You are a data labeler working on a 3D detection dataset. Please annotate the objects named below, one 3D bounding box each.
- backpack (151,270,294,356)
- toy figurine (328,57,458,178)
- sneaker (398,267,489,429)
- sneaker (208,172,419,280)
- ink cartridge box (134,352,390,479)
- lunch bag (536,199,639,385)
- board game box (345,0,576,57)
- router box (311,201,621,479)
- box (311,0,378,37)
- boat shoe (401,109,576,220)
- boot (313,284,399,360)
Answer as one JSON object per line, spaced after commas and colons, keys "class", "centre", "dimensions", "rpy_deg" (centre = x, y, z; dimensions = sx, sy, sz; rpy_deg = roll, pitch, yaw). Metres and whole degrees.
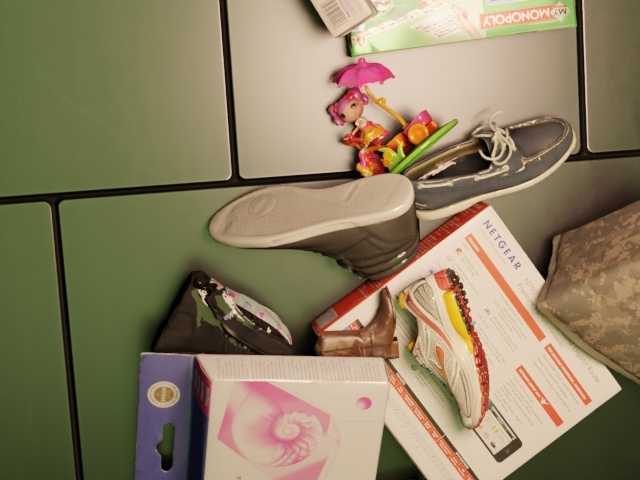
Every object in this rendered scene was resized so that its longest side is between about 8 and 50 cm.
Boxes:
{"class": "backpack", "centre": [-0.123, 0.131, 1.817], "dimensions": [0.182, 0.115, 0.152], "rpy_deg": [27, 106, -12]}
{"class": "toy figurine", "centre": [0.073, -0.166, 1.819], "dimensions": [0.173, 0.130, 0.159], "rpy_deg": [-41, 87, 25]}
{"class": "sneaker", "centre": [0.170, 0.150, 1.798], "dimensions": [0.093, 0.088, 0.225], "rpy_deg": [-16, 100, 16]}
{"class": "sneaker", "centre": [0.000, 0.000, 1.819], "dimensions": [0.296, 0.104, 0.147], "rpy_deg": [-8, 137, 17]}
{"class": "ink cartridge box", "centre": [-0.087, 0.303, 1.813], "dimensions": [0.330, 0.071, 0.324], "rpy_deg": [1, 120, -9]}
{"class": "lunch bag", "centre": [0.484, 0.086, 1.814], "dimensions": [0.287, 0.235, 0.169], "rpy_deg": [41, 48, -20]}
{"class": "board game box", "centre": [0.182, -0.377, 1.819], "dimensions": [0.317, 0.046, 0.213], "rpy_deg": [-8, 99, -6]}
{"class": "router box", "centre": [0.206, 0.165, 1.879], "dimensions": [0.301, 0.082, 0.335], "rpy_deg": [-36, 101, -1]}
{"class": "box", "centre": [-0.035, -0.419, 1.749], "dimensions": [0.067, 0.063, 0.324], "rpy_deg": [-32, 93, 14]}
{"class": "boat shoe", "centre": [0.230, -0.115, 1.834], "dimensions": [0.254, 0.095, 0.079], "rpy_deg": [-21, 135, 3]}
{"class": "boot", "centre": [0.045, 0.118, 1.794], "dimensions": [0.114, 0.037, 0.106], "rpy_deg": [-6, 96, -2]}
